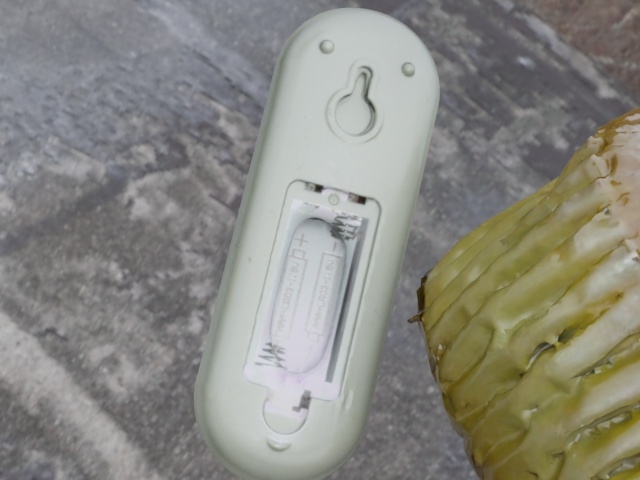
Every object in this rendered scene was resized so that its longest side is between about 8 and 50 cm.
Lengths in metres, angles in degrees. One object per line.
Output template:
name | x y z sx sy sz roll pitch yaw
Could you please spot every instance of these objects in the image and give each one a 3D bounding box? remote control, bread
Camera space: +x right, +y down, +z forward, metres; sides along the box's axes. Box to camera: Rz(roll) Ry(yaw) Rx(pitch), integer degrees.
remote control | 0.000 0.000 0.504 0.078 0.042 0.221 15 81 -6
bread | 0.167 0.072 0.460 0.227 0.142 0.253 1 52 -52
